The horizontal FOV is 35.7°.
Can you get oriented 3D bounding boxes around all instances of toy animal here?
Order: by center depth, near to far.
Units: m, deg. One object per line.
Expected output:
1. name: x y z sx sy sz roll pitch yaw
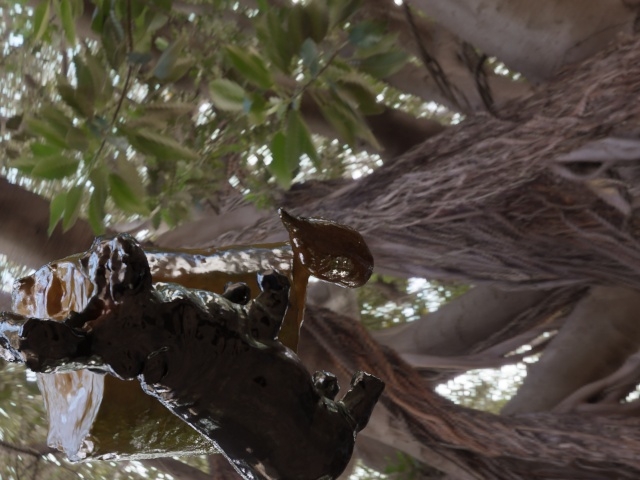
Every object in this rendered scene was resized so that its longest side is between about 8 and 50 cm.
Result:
1. toy animal: -0.099 0.094 0.839 0.343 0.106 0.168 35 -119 -30

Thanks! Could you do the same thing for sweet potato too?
1. sweet potato: 0.000 0.000 0.741 0.117 0.049 0.049 37 -113 -53

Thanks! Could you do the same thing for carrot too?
1. carrot: -0.158 0.121 1.111 0.341 0.241 0.241 -1 -97 -24
